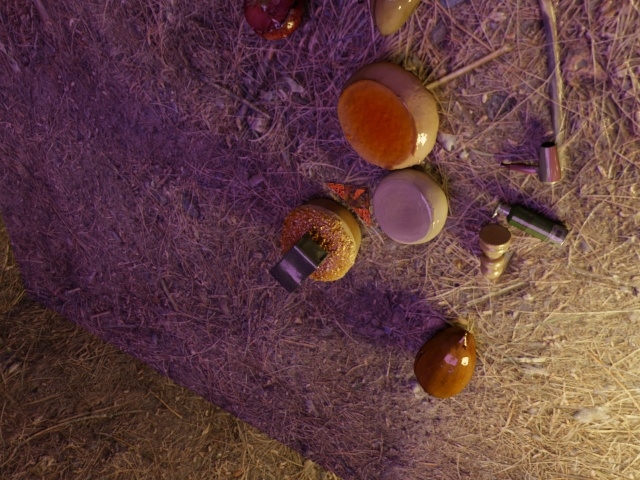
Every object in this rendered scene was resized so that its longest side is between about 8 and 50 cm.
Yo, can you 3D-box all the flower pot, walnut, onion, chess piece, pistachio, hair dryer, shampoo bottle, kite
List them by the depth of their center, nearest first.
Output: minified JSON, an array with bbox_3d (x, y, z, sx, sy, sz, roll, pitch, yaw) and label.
[{"bbox_3d":[0.191,-0.601,1.307,0.135,0.136,0.226,34,134,4],"label":"pistachio"},{"bbox_3d":[0.555,-0.201,1.461,0.154,0.054,0.106,-1,120,38],"label":"hair dryer"},{"bbox_3d":[-0.116,-0.626,1.482,0.183,0.147,0.184,-2,83,18],"label":"onion"},{"bbox_3d":[0.589,-0.049,1.548,0.204,0.065,0.065,28,135,10],"label":"shampoo bottle"},{"bbox_3d":[0.523,0.041,1.656,0.094,0.094,0.171,12,138,24],"label":"chess piece"},{"bbox_3d":[-0.073,0.077,1.799,0.108,0.103,0.229,45,134,-1],"label":"flower pot"},{"bbox_3d":[0.124,-0.145,1.804,0.222,0.008,0.125,44,135,-7],"label":"kite"},{"bbox_3d":[0.451,0.419,1.926,0.208,0.209,0.337,27,136,10],"label":"walnut"}]

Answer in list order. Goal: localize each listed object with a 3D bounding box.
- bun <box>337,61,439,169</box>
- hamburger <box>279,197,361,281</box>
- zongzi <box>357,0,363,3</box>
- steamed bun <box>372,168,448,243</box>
[{"bbox_3d":[0.198,-0.344,1.484,0.298,0.164,0.299,34,148,24],"label":"bun"},{"bbox_3d":[0.000,0.000,1.884,0.301,0.170,0.302,18,133,20],"label":"hamburger"},{"bbox_3d":[0.063,-0.725,1.302,0.221,0.112,0.242,37,144,4],"label":"zongzi"},{"bbox_3d":[0.277,-0.108,1.639,0.231,0.145,0.232,20,125,32],"label":"steamed bun"}]
